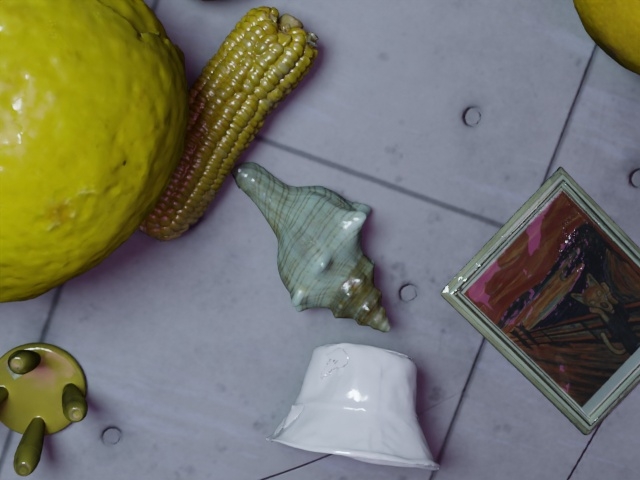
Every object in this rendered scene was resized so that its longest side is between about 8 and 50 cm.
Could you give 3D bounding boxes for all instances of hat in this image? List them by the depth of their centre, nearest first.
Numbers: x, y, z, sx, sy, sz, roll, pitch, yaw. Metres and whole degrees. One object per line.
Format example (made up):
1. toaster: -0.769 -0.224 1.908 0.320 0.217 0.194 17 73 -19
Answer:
1. hat: 0.045 0.186 1.066 0.203 0.203 0.126 14 76 -9

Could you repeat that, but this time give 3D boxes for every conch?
1. conch: 0.010 0.002 1.057 0.137 0.114 0.234 -21 94 -17

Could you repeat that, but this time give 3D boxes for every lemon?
1. lemon: -0.306 -0.112 0.886 0.349 0.350 0.387 28 89 -10
2. lemon: 0.380 -0.274 1.024 0.256 0.188 0.188 43 91 -6

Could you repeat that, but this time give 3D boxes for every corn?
1. corn: -0.113 -0.124 1.033 0.101 0.101 0.292 33 96 -10

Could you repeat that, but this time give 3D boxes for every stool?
1. stool: -0.320 0.177 1.037 0.135 0.110 0.134 -1 99 -6

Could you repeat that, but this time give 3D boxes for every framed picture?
1. framed picture: 0.311 0.079 1.151 0.273 0.016 0.216 43 91 -11
